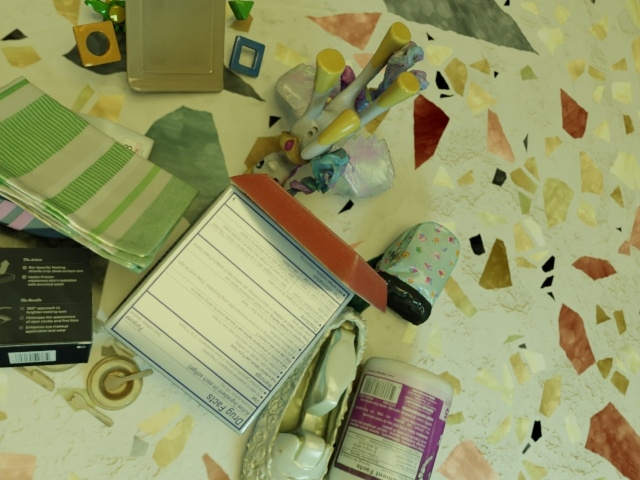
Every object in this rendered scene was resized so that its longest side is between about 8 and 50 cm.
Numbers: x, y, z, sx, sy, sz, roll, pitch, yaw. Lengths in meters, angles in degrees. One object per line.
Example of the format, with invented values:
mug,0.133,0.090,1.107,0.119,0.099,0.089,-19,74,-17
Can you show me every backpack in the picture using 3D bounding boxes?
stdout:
backpack,0.188,0.053,1.168,0.152,0.115,0.182,38,66,-10

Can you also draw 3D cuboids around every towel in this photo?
towel,-0.352,-0.103,0.875,0.325,0.038,0.247,32,32,-11

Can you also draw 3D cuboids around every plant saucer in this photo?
plant saucer,0.000,0.000,0.971,0.258,0.259,0.047,42,91,24

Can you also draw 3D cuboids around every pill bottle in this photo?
pill bottle,0.113,0.370,1.049,0.169,0.169,0.301,26,72,-17

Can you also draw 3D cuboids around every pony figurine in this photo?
pony figurine,0.024,-0.209,1.053,0.351,0.363,0.302,-36,89,-40

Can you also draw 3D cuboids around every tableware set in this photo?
tableware set,-0.364,0.192,0.946,0.194,0.039,0.128,38,69,-13

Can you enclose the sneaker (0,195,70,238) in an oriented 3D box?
sneaker,-0.454,-0.080,0.873,0.319,0.131,0.112,10,72,-8

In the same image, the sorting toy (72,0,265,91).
sorting toy,-0.256,-0.361,1.055,0.348,0.047,0.195,-10,112,-36

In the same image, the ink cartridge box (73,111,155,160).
ink cartridge box,-0.412,-0.121,0.974,0.232,0.066,0.189,24,73,-22

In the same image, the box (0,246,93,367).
box,-0.418,0.097,0.886,0.156,0.093,0.158,1,60,-23

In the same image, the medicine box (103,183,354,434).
medicine box,-0.146,0.105,0.972,0.263,0.149,0.289,42,79,-11

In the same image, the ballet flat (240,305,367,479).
ballet flat,-0.020,0.292,1.027,0.147,0.147,0.408,25,73,-17

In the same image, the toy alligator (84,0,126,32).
toy alligator,-0.316,-0.389,1.067,0.190,0.056,0.051,-4,126,-29
